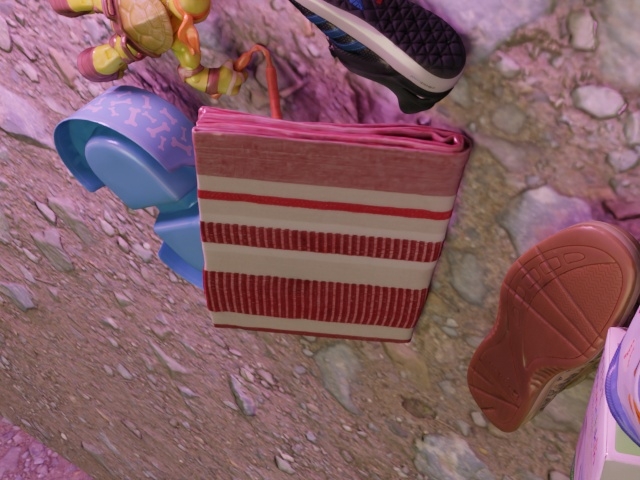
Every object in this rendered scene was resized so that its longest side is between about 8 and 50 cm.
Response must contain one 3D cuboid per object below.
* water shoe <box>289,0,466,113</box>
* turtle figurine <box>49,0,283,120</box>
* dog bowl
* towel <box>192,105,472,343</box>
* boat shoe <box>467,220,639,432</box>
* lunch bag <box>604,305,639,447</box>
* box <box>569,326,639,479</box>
[{"bbox_3d":[0.017,-0.173,0.699,0.203,0.073,0.080,40,150,1],"label":"water shoe"},{"bbox_3d":[-0.160,-0.199,0.833,0.217,0.087,0.269,0,132,47],"label":"turtle figurine"},{"bbox_3d":[-0.156,-0.051,0.989,0.166,0.074,0.297,-7,135,48],"label":"dog bowl"},{"bbox_3d":[0.000,0.000,0.879,0.237,0.037,0.329,6,144,0],"label":"towel"},{"bbox_3d":[0.216,0.072,0.797,0.104,0.089,0.285,57,152,23],"label":"boat shoe"},{"bbox_3d":[0.350,0.085,0.531,0.303,0.243,0.115,32,171,11],"label":"lunch bag"},{"bbox_3d":[0.341,0.195,0.703,0.262,0.127,0.231,8,140,12],"label":"box"}]
